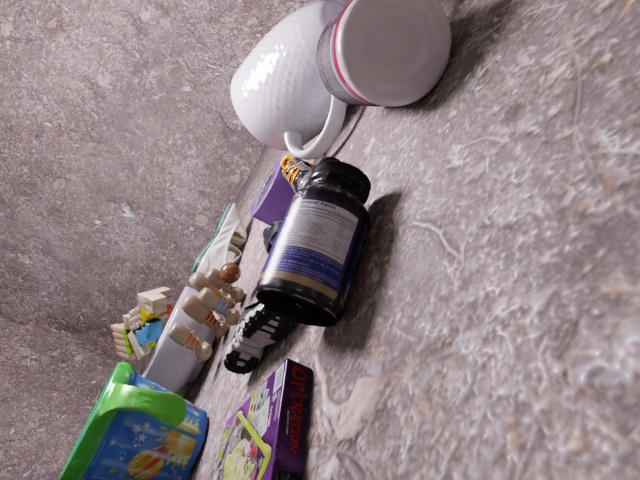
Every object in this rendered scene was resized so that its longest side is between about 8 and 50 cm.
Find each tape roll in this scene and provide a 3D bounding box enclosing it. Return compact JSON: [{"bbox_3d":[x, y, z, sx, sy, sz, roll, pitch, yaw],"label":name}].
[{"bbox_3d":[-0.126,-0.137,1.303,0.189,0.080,0.189,-53,20,28],"label":"tape roll"}]

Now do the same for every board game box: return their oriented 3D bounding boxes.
[{"bbox_3d":[-0.091,0.336,0.519,0.208,0.056,0.347,-46,22,32],"label":"board game box"}]

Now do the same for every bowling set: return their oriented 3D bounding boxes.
[{"bbox_3d":[-0.256,0.167,1.171,0.199,0.154,0.287,-34,26,22],"label":"bowling set"}]

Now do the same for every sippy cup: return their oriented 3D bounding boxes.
[{"bbox_3d":[-0.366,0.402,0.922,0.240,0.224,0.305,-67,17,-13],"label":"sippy cup"}]

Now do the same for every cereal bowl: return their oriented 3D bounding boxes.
[{"bbox_3d":[-0.407,0.314,1.317,0.339,0.141,0.339,-56,17,27],"label":"cereal bowl"}]

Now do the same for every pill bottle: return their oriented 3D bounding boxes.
[{"bbox_3d":[0.000,0.000,0.634,0.123,0.122,0.219,-33,33,59],"label":"pill bottle"},{"bbox_3d":[0.087,-0.330,0.795,0.176,0.176,0.318,-59,17,10],"label":"pill bottle"}]

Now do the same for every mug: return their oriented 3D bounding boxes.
[{"bbox_3d":[-0.028,-0.383,1.127,0.328,0.276,0.374,-28,62,46],"label":"mug"}]

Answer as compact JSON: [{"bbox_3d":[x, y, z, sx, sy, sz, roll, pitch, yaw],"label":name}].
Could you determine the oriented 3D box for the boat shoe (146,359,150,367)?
[{"bbox_3d":[-0.569,0.528,1.548,0.120,0.122,0.324,-98,30,-54],"label":"boat shoe"}]

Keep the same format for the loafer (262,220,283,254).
[{"bbox_3d":[-0.094,-0.009,1.063,0.170,0.062,0.061,149,123,-66],"label":"loafer"}]

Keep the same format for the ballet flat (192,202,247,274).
[{"bbox_3d":[-0.344,0.013,1.643,0.139,0.139,0.400,-50,16,35],"label":"ballet flat"}]

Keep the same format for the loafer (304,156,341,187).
[{"bbox_3d":[-0.016,-0.055,0.871,0.220,0.080,0.078,-60,6,-10],"label":"loafer"}]

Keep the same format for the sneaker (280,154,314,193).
[{"bbox_3d":[-0.058,-0.166,1.139,0.084,0.083,0.215,-57,18,11],"label":"sneaker"}]

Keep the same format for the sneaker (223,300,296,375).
[{"bbox_3d":[-0.106,0.144,0.804,0.234,0.078,0.106,-52,22,37],"label":"sneaker"}]

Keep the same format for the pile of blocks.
[{"bbox_3d":[-0.504,0.254,1.329,0.112,0.149,0.362,-16,-17,-46],"label":"pile of blocks"}]
